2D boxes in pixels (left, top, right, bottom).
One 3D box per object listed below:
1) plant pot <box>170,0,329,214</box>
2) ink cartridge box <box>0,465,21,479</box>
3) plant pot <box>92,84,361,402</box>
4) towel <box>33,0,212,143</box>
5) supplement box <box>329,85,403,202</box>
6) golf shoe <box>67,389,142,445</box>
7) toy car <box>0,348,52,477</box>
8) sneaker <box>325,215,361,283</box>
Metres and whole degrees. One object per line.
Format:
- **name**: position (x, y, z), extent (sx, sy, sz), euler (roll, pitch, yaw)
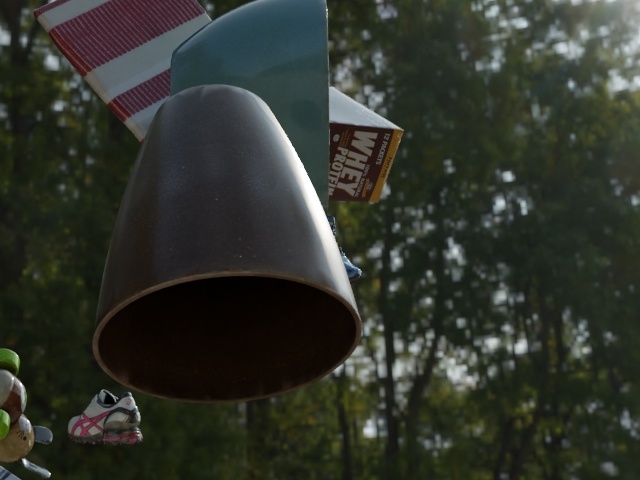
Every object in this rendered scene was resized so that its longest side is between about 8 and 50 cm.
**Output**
- **plant pot**: position (-0.090, -0.176, 1.611), extent (0.195, 0.290, 0.290), euler (-1, -28, -2)
- **ink cartridge box**: position (-0.466, 0.384, 1.729), extent (0.191, 0.139, 0.082), euler (24, -28, 30)
- **plant pot**: position (-0.084, -0.012, 1.071), extent (0.215, 0.230, 0.215), euler (-4, -33, -3)
- **towel**: position (-0.213, -0.235, 1.757), extent (0.237, 0.329, 0.037), euler (-36, -8, -40)
- **supplement box**: position (-0.016, -0.158, 1.971), extent (0.194, 0.191, 0.129), euler (1, -64, -42)
- **golf shoe**: position (-0.336, 0.276, 1.967), extent (0.067, 0.086, 0.186), euler (1, -8, -41)
- **toy car**: position (-0.489, 0.296, 1.990), extent (0.149, 0.155, 0.188), euler (-31, -54, 20)
- **sneaker**: position (0.000, 0.000, 1.788), extent (0.073, 0.162, 0.063), euler (-53, -26, 9)
